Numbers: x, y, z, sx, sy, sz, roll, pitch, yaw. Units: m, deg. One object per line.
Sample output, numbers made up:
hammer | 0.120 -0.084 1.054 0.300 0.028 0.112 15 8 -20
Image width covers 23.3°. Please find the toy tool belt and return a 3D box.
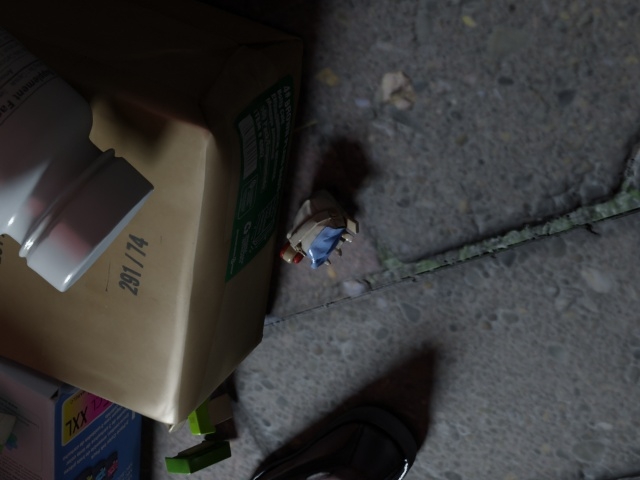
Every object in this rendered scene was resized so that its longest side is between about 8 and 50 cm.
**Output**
toy tool belt | 0.000 0.000 1.305 0.051 0.052 0.083 38 133 12

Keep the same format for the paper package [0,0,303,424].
paper package | -0.193 -0.047 1.304 0.309 0.168 0.325 21 128 14

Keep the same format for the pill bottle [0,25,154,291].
pill bottle | -0.237 -0.075 1.111 0.229 0.131 0.131 41 132 -3

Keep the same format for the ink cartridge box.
ink cartridge box | -0.322 0.205 1.546 0.270 0.151 0.396 26 130 22

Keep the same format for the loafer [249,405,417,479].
loafer | -0.022 0.264 1.469 0.109 0.095 0.302 40 132 0

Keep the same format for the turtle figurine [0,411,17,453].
turtle figurine | -0.417 0.160 1.321 0.266 0.275 0.198 32 104 -14

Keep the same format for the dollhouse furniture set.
dollhouse furniture set | -0.128 0.145 1.496 0.076 0.058 0.152 -5 99 40
